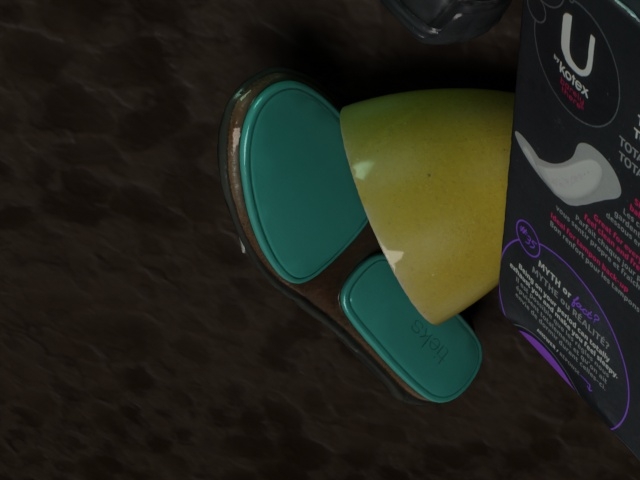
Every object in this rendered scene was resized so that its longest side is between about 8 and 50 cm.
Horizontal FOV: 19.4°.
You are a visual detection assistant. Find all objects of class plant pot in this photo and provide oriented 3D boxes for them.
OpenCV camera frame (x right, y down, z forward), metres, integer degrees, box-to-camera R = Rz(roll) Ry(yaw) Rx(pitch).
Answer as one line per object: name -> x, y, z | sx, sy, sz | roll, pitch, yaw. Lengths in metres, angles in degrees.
plant pot -> 0.082, -0.032, 1.047 | 0.095, 0.134, 0.134 | -23, 125, 14

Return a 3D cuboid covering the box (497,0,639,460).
box -> 0.195, -0.032, 0.920 | 0.165, 0.143, 0.270 | 48, 155, 34

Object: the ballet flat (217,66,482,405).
ballet flat -> 0.000, 0.000, 1.130 | 0.096, 0.095, 0.280 | 30, 159, 50

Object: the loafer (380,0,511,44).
loafer -> 0.015, -0.189, 0.885 | 0.223, 0.076, 0.078 | 48, 144, 18
